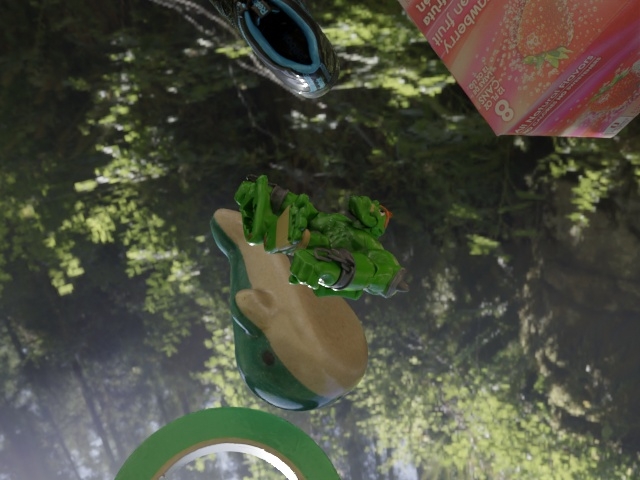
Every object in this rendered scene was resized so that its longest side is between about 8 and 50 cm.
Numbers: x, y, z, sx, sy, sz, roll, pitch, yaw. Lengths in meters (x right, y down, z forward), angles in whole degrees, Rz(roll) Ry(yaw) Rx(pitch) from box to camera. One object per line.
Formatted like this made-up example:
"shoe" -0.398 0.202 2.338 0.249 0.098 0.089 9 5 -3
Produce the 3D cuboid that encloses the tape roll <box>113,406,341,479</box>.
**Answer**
"tape roll" -0.121 0.382 1.005 0.321 0.077 0.321 2 -113 -5

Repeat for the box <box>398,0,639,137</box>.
"box" 0.206 -0.212 0.465 0.154 0.300 0.142 -6 -123 -42

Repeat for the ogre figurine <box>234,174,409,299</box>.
"ogre figurine" 0.000 0.000 0.678 0.118 0.096 0.197 19 174 -29

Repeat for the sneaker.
"sneaker" -0.093 -0.363 1.128 0.125 0.341 0.139 -43 180 6

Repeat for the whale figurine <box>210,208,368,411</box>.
"whale figurine" -0.061 0.089 0.959 0.272 0.141 0.216 56 -160 15
